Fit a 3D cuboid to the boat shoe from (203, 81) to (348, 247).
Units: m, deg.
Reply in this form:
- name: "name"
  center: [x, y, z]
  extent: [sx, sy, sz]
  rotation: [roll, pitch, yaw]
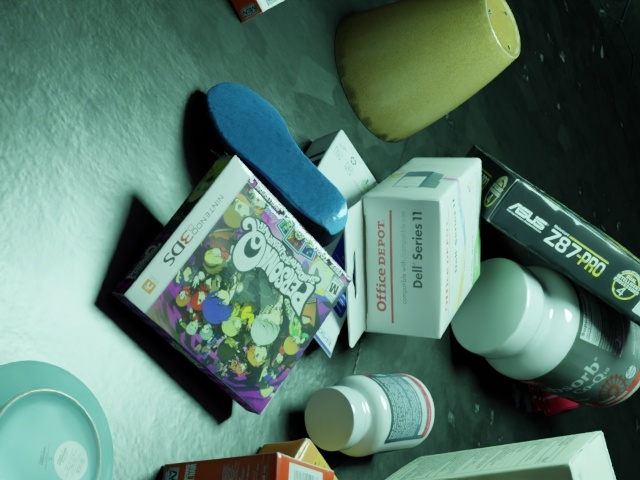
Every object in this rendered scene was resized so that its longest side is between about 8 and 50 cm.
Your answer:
- name: "boat shoe"
  center: [-0.073, -0.089, 1.129]
  extent: [0.109, 0.089, 0.258]
  rotation: [-24, 67, -26]

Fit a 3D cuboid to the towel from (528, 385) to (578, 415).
- name: "towel"
  center: [0.466, 0.219, 1.815]
  extent: [0.199, 0.031, 0.275]
  rotation: [8, 69, -53]

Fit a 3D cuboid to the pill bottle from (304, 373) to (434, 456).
- name: "pill bottle"
  center: [0.065, 0.235, 1.186]
  extent: [0.180, 0.108, 0.108]
  rotation: [10, 68, -52]

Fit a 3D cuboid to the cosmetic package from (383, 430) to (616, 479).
- name: "cosmetic package"
  center: [0.245, 0.363, 1.213]
  extent: [0.153, 0.296, 0.129]
  rotation: [-9, 82, -55]

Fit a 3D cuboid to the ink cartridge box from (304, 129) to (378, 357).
- name: "ink cartridge box"
  center: [0.000, 0.000, 1.239]
  extent: [0.165, 0.065, 0.333]
  rotation: [56, 37, -23]

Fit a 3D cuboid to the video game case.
- name: "video game case"
  center: [-0.094, 0.053, 1.030]
  extent: [0.232, 0.042, 0.210]
  rotation: [48, 66, -27]

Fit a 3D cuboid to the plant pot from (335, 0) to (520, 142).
- name: "plant pot"
  center: [0.194, -0.318, 1.479]
  extent: [0.237, 0.254, 0.237]
  rotation: [27, 54, -45]

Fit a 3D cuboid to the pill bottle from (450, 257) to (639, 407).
- name: "pill bottle"
  center: [0.417, 0.167, 1.595]
  extent: [0.363, 0.210, 0.210]
  rotation: [23, 57, -35]

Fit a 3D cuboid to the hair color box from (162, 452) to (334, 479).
- name: "hair color box"
  center: [-0.079, 0.262, 0.923]
  extent: [0.093, 0.167, 0.053]
  rotation: [32, 52, -43]

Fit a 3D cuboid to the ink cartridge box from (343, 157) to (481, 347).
- name: "ink cartridge box"
  center: [0.146, 0.010, 1.289]
  extent: [0.353, 0.119, 0.207]
  rotation: [-39, 129, -62]

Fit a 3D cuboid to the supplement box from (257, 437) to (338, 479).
- name: "supplement box"
  center: [0.001, 0.354, 1.073]
  extent: [0.233, 0.078, 0.080]
  rotation: [57, 38, -20]

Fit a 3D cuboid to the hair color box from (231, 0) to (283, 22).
- name: "hair color box"
  center: [-0.115, -0.395, 1.268]
  extent: [0.141, 0.043, 0.072]
  rotation: [61, 36, -14]

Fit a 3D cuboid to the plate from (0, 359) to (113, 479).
- name: "plate"
  center: [-0.262, 0.204, 0.823]
  extent: [0.188, 0.024, 0.188]
  rotation: [28, 53, -45]

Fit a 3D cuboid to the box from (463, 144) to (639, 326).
- name: "box"
  center: [0.436, -0.003, 1.567]
  extent: [0.395, 0.097, 0.318]
  rotation: [33, 11, -11]
